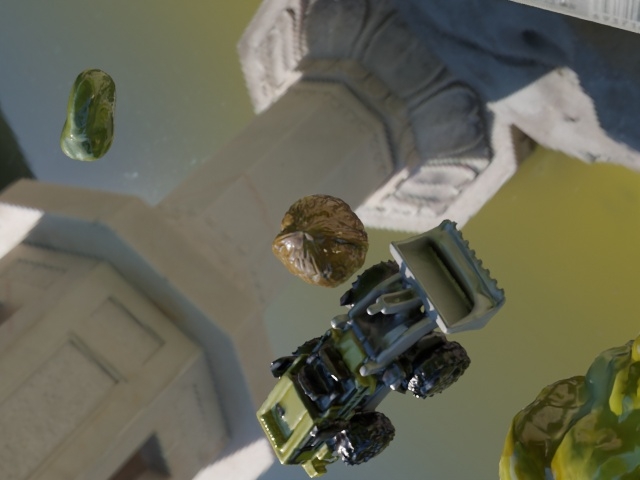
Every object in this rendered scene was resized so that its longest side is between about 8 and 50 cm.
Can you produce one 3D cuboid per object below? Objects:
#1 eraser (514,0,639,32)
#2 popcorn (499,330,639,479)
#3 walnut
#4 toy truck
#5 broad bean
[{"bbox_3d":[0.267,-0.231,0.970,0.352,0.089,0.061,20,156,21],"label":"eraser"},{"bbox_3d":[0.285,0.179,0.587,0.334,0.292,0.293,-22,143,25],"label":"popcorn"},{"bbox_3d":[0.000,0.000,1.213,0.105,0.105,0.124,24,175,21],"label":"walnut"},{"bbox_3d":[0.045,0.109,1.070,0.286,0.111,0.136,-52,55,30],"label":"toy truck"},{"bbox_3d":[-0.200,-0.110,0.977,0.045,0.063,0.083,19,116,10],"label":"broad bean"}]
